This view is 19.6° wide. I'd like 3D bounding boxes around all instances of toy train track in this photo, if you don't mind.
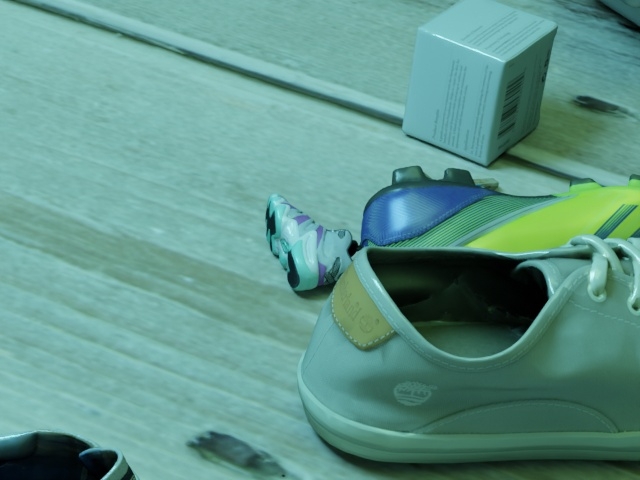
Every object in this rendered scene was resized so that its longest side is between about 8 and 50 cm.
[{"bbox_3d":[0.105,-0.040,1.490,0.083,0.014,0.048,-5,28,-27],"label":"toy train track"}]

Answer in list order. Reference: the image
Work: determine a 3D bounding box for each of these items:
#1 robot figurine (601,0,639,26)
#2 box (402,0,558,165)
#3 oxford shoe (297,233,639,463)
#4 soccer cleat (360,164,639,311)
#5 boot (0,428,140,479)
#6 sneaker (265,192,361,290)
[{"bbox_3d":[0.362,-0.276,1.717,0.300,0.200,0.353,-17,40,-29],"label":"robot figurine"},{"bbox_3d":[0.133,-0.136,1.557,0.087,0.101,0.102,23,35,24],"label":"box"},{"bbox_3d":[0.206,0.060,1.257,0.449,0.130,0.169,-2,32,-16],"label":"oxford shoe"},{"bbox_3d":[0.169,0.015,1.376,0.289,0.093,0.121,3,64,-14],"label":"soccer cleat"},{"bbox_3d":[-0.107,0.173,1.032,0.258,0.123,0.095,3,34,-6],"label":"boot"},{"bbox_3d":[0.000,0.000,1.392,0.069,0.038,0.098,-5,45,-19],"label":"sneaker"}]
